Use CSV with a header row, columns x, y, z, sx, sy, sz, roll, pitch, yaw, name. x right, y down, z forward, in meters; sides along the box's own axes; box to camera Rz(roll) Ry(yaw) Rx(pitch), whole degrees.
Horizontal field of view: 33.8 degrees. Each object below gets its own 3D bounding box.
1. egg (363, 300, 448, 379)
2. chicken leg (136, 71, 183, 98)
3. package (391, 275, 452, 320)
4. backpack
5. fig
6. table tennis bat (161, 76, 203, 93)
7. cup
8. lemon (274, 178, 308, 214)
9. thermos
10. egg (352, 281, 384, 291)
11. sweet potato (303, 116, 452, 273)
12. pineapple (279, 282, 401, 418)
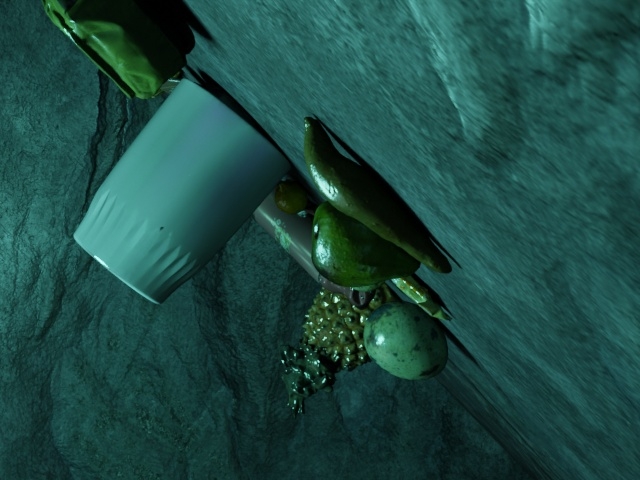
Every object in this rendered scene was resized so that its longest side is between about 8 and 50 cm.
x,y,z,sx,sy,sz,roll,pitch,yaw,name
0.166,0.194,2.014,0.182,0.141,0.141,36,180,-18,egg
-0.334,-0.345,2.211,0.085,0.101,0.207,49,-162,4,chicken leg
0.156,0.082,1.714,0.108,0.031,0.121,44,-178,35,package
-0.287,-0.320,1.435,0.253,0.140,0.207,51,-178,43,backpack
0.064,0.006,1.464,0.156,0.123,0.123,7,173,4,fig
-0.269,-0.345,2.002,0.170,0.119,0.107,19,168,-40,table tennis bat
-0.247,-0.087,1.894,0.253,0.371,0.253,38,176,3,cup
-0.059,-0.085,2.055,0.065,0.065,0.092,43,170,38,lemon
0.004,0.002,2.146,0.109,0.136,0.330,3,-146,-51,thermos
0.067,0.035,1.776,0.110,0.085,0.085,53,180,21,egg
0.058,-0.040,1.215,0.249,0.059,0.069,42,-163,-4,sweet potato
0.023,0.230,2.357,0.223,0.357,0.223,42,176,4,pineapple
